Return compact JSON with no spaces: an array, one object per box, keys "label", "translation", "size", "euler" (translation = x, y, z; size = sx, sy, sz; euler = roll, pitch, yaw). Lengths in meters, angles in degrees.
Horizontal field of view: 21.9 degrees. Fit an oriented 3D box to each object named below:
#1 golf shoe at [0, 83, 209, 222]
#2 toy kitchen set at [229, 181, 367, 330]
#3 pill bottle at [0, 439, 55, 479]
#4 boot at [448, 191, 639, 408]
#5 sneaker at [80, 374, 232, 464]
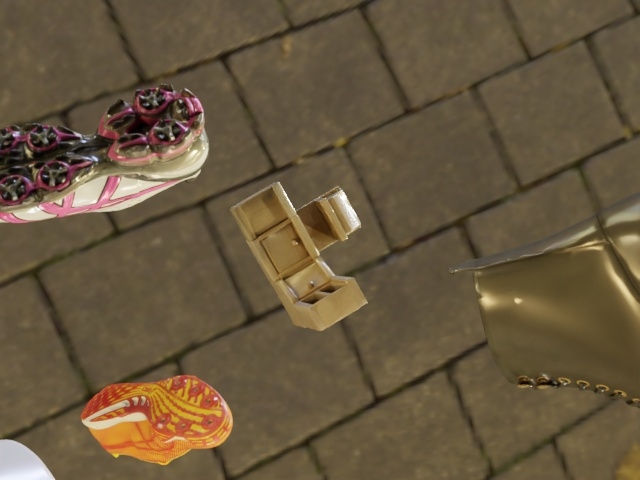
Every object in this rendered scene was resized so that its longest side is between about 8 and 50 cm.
[{"label":"golf shoe","translation":[-0.163,-0.040,1.110],"size":[0.186,0.086,0.067],"euler":[-15,57,-8]},{"label":"toy kitchen set","translation":[0.000,0.000,0.995],"size":[0.068,0.075,0.083],"euler":[-31,97,-11]},{"label":"pill bottle","translation":[-0.272,0.206,0.858],"size":[0.283,0.161,0.161],"euler":[-14,85,-36]},{"label":"boot","translation":[0.159,0.075,0.833],"size":[0.077,0.137,0.198],"euler":[-46,117,-75]},{"label":"sneaker","translation":[-0.124,0.151,1.356],"size":[0.067,0.175,0.064],"euler":[52,59,-26]}]
